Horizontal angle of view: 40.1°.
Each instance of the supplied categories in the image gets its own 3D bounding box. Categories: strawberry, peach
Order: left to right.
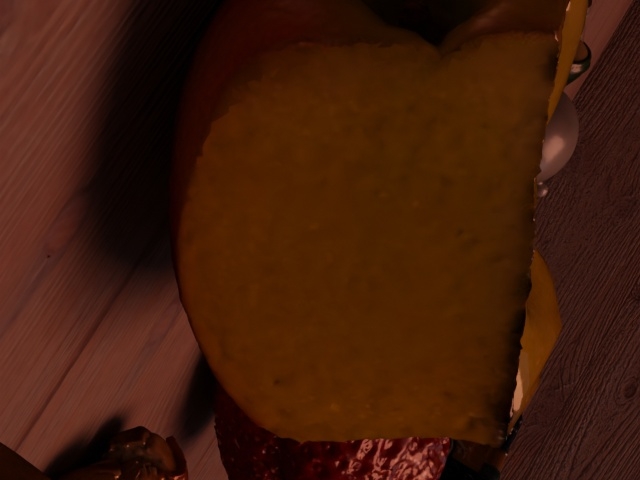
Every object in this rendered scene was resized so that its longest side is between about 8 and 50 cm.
[{"bbox_3d":[0.007,0.162,0.906,0.257,0.257,0.277,-52,151,-27],"label":"strawberry"},{"bbox_3d":[0.047,-0.031,0.589,0.306,0.242,0.381,-70,157,-48],"label":"peach"}]

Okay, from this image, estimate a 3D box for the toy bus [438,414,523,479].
[{"bbox_3d":[0.120,0.248,1.286,0.194,0.323,0.162,-50,164,-42],"label":"toy bus"}]

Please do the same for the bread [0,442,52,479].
[{"bbox_3d":[-0.189,0.159,0.358,0.149,0.158,0.143,-39,151,-52],"label":"bread"}]

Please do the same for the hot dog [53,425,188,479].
[{"bbox_3d":[-0.199,0.318,0.732,0.349,0.117,0.158,-64,166,18],"label":"hot dog"}]

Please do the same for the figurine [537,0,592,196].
[{"bbox_3d":[0.351,-0.237,1.422,0.281,0.167,0.370,-51,156,-47],"label":"figurine"}]
